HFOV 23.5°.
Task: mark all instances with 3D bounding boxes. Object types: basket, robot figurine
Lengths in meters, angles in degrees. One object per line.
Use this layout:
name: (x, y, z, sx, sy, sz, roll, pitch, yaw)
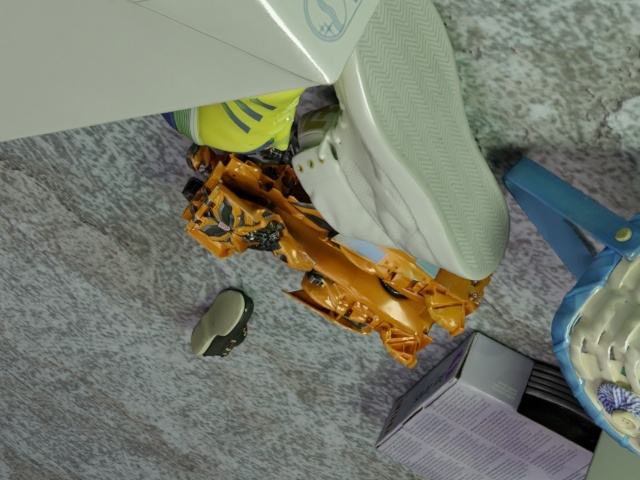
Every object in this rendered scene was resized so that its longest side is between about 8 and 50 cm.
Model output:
basket: (0.275, 0.062, 1.196, 0.255, 0.201, 0.289, 47, 179, -32)
robot figurine: (0.000, 0.000, 1.406, 0.291, 0.085, 0.211, 30, 150, -7)

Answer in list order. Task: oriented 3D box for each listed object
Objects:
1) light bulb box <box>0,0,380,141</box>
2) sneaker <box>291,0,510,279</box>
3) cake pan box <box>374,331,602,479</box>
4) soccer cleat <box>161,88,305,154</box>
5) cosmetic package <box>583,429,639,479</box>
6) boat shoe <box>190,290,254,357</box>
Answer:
light bulb box: (-0.106, -0.256, 0.780, 0.358, 0.361, 0.225, -4, 138, 43)
sneaker: (0.028, -0.096, 1.203, 0.169, 0.108, 0.292, 14, 140, 42)
cake pan box: (0.211, 0.214, 1.611, 0.246, 0.070, 0.267, 26, 152, -4)
soccer cleat: (-0.050, -0.121, 1.194, 0.121, 0.093, 0.289, 45, 164, -17)
cosmetic package: (0.304, 0.212, 1.351, 0.127, 0.238, 0.107, 12, 149, 22)
boat shoe: (-0.101, 0.091, 1.686, 0.042, 0.049, 0.133, 6, 152, -24)
